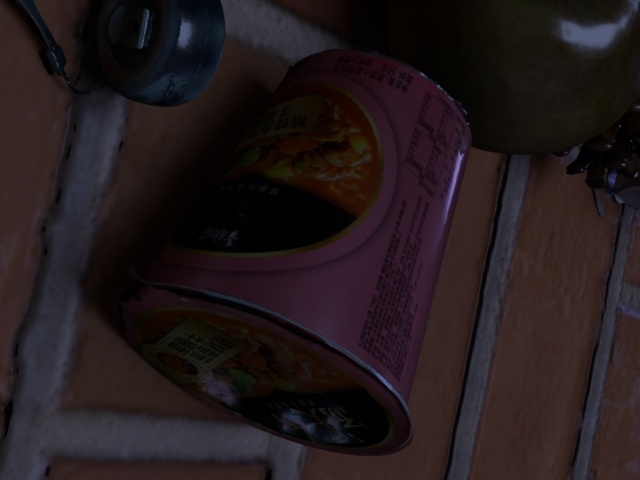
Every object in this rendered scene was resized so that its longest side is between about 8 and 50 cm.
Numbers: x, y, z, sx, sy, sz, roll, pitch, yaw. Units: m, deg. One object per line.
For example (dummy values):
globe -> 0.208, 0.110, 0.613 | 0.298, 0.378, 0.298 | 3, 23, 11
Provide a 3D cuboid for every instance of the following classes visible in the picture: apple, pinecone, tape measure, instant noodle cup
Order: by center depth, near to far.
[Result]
tape measure -> -0.149, -0.157, 0.654 | 0.180, 0.107, 0.104 | 28, 80, -47
instant noodle cup -> 0.000, 0.000, 0.770 | 0.244, 0.244, 0.255 | 47, 54, -39
apple -> 0.184, -0.202, 0.875 | 0.257, 0.234, 0.256 | 1, 88, -13
pinecone -> 0.298, -0.150, 1.064 | 0.150, 0.179, 0.195 | -36, 126, -41

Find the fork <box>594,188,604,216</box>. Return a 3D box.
fork -> 0.331, -0.076, 1.228 | 0.016, 0.012, 0.115 | -42, 129, -28

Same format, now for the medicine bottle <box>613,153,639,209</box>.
medicine bottle -> 0.486, -0.194, 1.237 | 0.190, 0.190, 0.332 | 21, 81, -45
